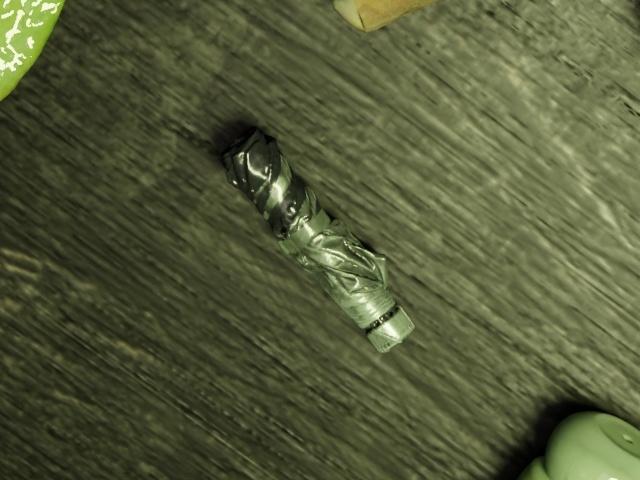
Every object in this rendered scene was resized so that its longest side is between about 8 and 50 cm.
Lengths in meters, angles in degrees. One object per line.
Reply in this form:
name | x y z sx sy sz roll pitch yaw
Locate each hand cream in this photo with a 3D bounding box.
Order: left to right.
hand cream | 0.145 0.264 1.403 0.147 0.093 0.306 30 108 -3

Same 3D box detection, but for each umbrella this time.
umbrella | 0.000 0.000 1.355 0.188 0.046 0.050 52 140 -11

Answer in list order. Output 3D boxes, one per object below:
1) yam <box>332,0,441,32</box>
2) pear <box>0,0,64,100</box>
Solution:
yam | 0.149 -0.205 1.277 0.300 0.066 0.066 -15 105 10
pear | -0.289 -0.199 1.280 0.239 0.139 0.288 18 103 -17
